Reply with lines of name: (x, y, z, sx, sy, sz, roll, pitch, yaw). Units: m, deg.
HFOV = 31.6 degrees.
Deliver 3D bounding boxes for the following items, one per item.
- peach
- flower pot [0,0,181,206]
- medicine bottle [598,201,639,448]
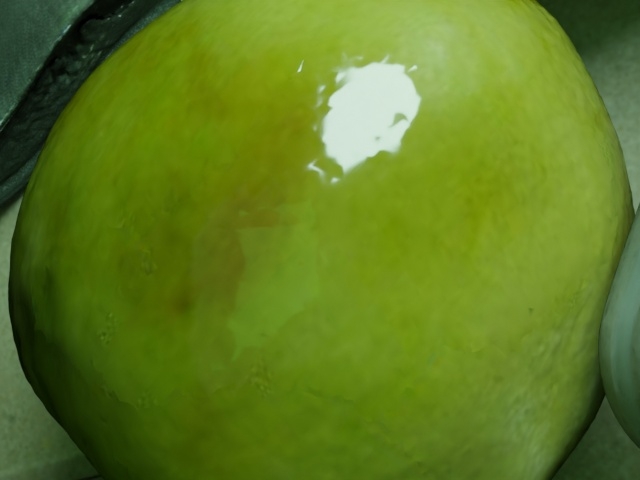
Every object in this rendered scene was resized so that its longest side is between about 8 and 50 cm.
peach: (-0.001, 0.008, 0.563, 0.316, 0.281, 0.314, -39, 72, 4)
flower pot: (-0.194, -0.127, 0.715, 0.108, 0.103, 0.229, 46, 99, 13)
medicine bottle: (0.313, 0.035, 0.469, 0.375, 0.123, 0.282, 24, 82, -11)
